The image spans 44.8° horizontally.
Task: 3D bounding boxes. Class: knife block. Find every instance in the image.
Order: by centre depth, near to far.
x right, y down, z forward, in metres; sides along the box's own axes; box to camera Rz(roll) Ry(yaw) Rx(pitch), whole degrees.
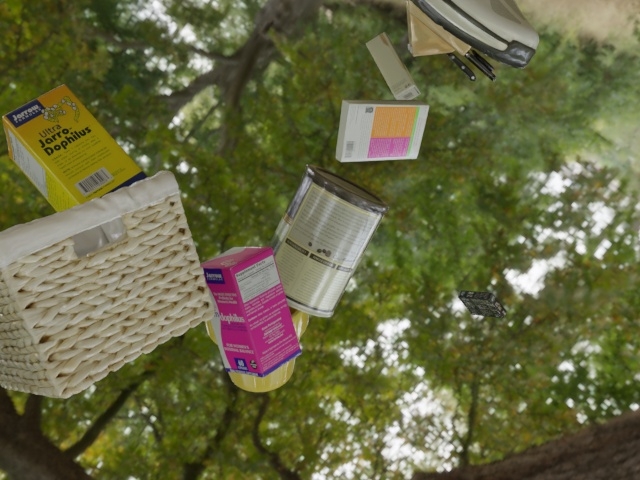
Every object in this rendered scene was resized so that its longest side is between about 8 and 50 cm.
[{"bbox_3d":[0.300,-0.466,1.611,0.241,0.276,0.088,-7,-160,3],"label":"knife block"}]

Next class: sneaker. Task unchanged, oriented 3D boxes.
[{"bbox_3d":[0.213,-0.476,1.135,0.169,0.257,0.448,-3,-129,-55],"label":"sneaker"}]

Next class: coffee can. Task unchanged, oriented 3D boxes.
[{"bbox_3d":[0.000,0.000,1.700,0.201,0.276,0.201,26,-170,-5],"label":"coffee can"}]

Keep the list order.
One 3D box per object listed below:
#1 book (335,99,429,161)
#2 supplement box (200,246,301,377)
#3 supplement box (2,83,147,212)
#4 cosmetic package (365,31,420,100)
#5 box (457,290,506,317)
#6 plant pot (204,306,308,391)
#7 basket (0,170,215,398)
[{"bbox_3d":[0.098,-0.175,1.243,0.144,0.096,0.035,-5,-154,-27],"label":"book"},{"bbox_3d":[-0.134,0.131,1.456,0.111,0.220,0.113,-1,-162,45],"label":"supplement box"},{"bbox_3d":[-0.649,-0.198,2.067,0.356,0.195,0.194,47,151,9],"label":"supplement box"},{"bbox_3d":[0.128,-0.301,1.363,0.115,0.041,0.060,64,-165,12],"label":"cosmetic package"},{"bbox_3d":[0.337,0.133,1.622,0.083,0.018,0.067,1,141,50],"label":"box"},{"bbox_3d":[-0.150,0.227,1.896,0.253,0.239,0.254,-2,-147,1],"label":"plant pot"},{"bbox_3d":[-0.402,0.073,1.309,0.328,0.331,0.267,-28,-80,-38],"label":"basket"}]
